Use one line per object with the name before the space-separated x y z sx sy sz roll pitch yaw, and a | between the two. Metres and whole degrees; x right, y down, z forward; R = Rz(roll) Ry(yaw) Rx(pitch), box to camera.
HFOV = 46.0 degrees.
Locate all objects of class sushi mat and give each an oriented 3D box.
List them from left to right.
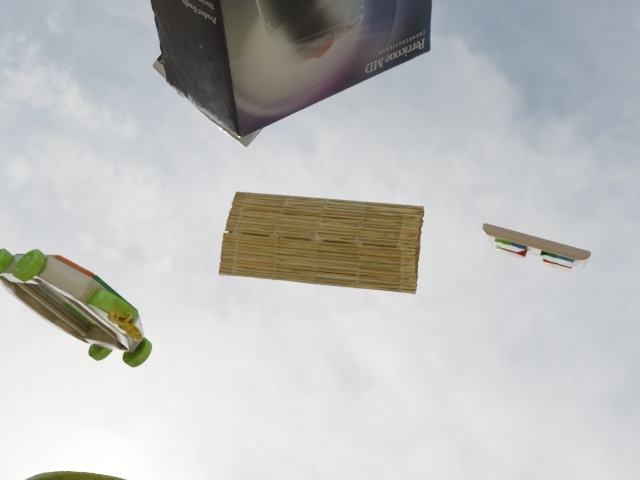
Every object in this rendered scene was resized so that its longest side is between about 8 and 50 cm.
sushi mat | 0.000 0.000 1.179 0.316 0.152 0.019 5 -23 12

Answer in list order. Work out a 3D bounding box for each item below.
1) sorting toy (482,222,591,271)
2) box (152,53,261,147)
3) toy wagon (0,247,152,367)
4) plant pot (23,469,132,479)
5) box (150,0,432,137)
sorting toy | 0.402 0.018 1.418 0.192 0.208 0.038 16 -90 18
box | -0.147 -0.289 1.257 0.182 0.181 0.119 -49 -29 4
toy wagon | -0.389 0.110 1.236 0.344 0.068 0.267 -1 -39 44
plant pot | -0.340 0.510 1.102 0.276 0.276 0.254 17 -94 -8
box | -0.030 -0.319 0.832 0.296 0.182 0.294 -30 -42 -25
